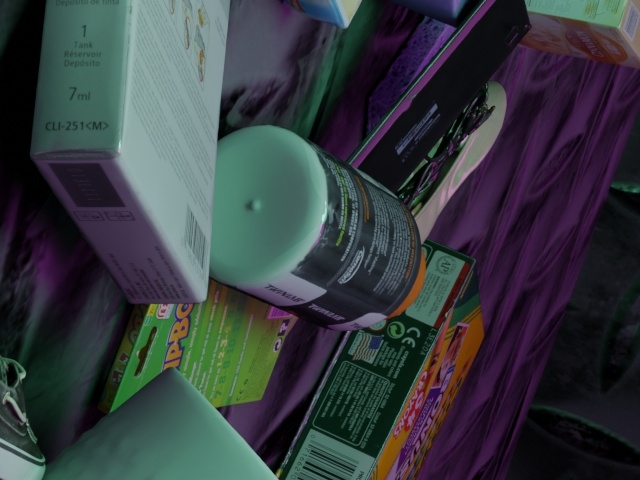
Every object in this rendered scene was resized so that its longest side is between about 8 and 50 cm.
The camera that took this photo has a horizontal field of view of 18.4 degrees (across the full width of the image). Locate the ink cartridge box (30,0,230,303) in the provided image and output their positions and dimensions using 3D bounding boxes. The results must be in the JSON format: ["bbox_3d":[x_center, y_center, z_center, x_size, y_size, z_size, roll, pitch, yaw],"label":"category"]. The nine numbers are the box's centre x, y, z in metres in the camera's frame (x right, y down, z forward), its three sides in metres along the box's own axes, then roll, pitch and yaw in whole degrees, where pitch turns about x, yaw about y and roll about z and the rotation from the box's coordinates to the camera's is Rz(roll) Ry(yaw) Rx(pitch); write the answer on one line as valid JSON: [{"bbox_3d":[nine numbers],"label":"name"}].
[{"bbox_3d":[-0.115,-0.112,1.272,0.275,0.060,0.239,70,21,-69],"label":"ink cartridge box"}]

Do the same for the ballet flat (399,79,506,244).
[{"bbox_3d":[0.119,-0.088,2.096,0.248,0.086,0.086,-60,164,-20],"label":"ballet flat"}]

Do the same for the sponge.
[{"bbox_3d":[0.101,-0.167,1.988,0.210,0.031,0.117,-56,162,-33],"label":"sponge"}]

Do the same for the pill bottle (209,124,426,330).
[{"bbox_3d":[0.000,0.000,1.590,0.246,0.130,0.130,28,86,-60],"label":"pill bottle"}]

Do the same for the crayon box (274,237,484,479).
[{"bbox_3d":[0.071,0.207,2.301,0.363,0.106,0.313,-63,165,-13],"label":"crayon box"}]

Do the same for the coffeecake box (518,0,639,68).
[{"bbox_3d":[0.230,-0.231,1.935,0.142,0.185,0.068,29,76,-64],"label":"coffeecake box"}]

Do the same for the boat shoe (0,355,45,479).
[{"bbox_3d":[-0.211,0.100,1.216,0.070,0.078,0.219,-62,163,-11],"label":"boat shoe"}]

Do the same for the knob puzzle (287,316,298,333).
[{"bbox_3d":[-0.032,0.020,1.808,0.213,0.030,0.213,-58,162,-30],"label":"knob puzzle"}]

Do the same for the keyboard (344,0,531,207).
[{"bbox_3d":[0.084,-0.093,1.792,0.317,0.033,0.201,-50,159,-7],"label":"keyboard"}]

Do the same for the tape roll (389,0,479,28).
[{"bbox_3d":[0.140,-0.330,1.759,0.275,0.090,0.275,-59,164,-29],"label":"tape roll"}]

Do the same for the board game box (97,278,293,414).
[{"bbox_3d":[-0.096,0.080,1.617,0.259,0.039,0.124,-3,116,-67],"label":"board game box"}]

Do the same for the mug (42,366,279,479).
[{"bbox_3d":[-0.150,0.288,1.379,0.328,0.276,0.374,-40,-168,-8],"label":"mug"}]

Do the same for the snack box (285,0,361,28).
[{"bbox_3d":[0.052,-0.338,1.495,0.322,0.060,0.187,-64,165,-11],"label":"snack box"}]
